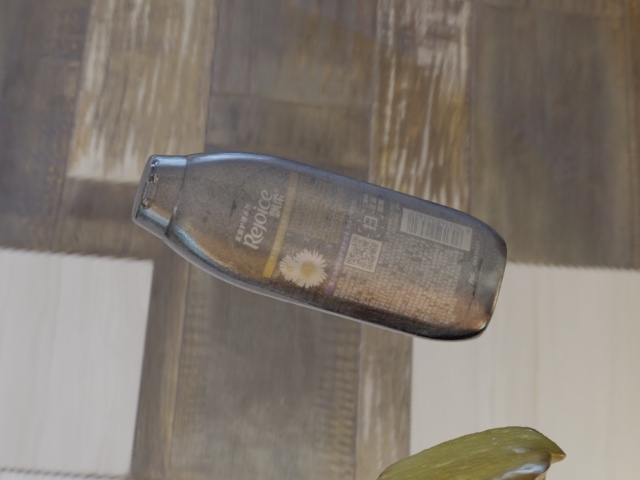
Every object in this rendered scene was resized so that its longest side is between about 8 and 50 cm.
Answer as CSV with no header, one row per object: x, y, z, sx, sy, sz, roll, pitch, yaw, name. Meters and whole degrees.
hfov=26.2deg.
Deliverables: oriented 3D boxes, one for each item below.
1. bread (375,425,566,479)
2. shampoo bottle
0.069,0.172,0.878,0.188,0.149,0.065,-20,97,14,bread
0.000,0.000,0.860,0.234,0.049,0.087,16,85,-13,shampoo bottle
